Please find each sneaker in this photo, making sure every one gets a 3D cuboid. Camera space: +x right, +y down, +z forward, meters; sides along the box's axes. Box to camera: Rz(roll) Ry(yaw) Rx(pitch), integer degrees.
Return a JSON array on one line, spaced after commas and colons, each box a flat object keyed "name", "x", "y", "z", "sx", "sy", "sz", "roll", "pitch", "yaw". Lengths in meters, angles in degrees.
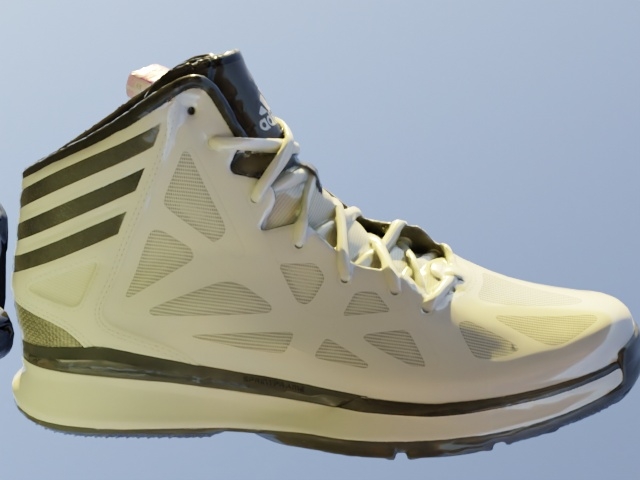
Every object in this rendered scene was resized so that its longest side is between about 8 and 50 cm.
[{"name": "sneaker", "x": -0.001, "y": 0.000, "z": 1.084, "sx": 0.169, "sy": 0.447, "sz": 0.257, "roll": -79, "pitch": 168, "yaw": -73}]

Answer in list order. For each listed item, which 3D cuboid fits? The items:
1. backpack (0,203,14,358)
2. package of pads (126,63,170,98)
[{"name": "backpack", "x": -0.305, "y": 0.170, "z": 0.828, "sx": 0.273, "sy": 0.355, "sz": 0.290, "roll": 12, "pitch": -140, "yaw": 10}, {"name": "package of pads", "x": -0.153, "y": -0.150, "z": 1.619, "sx": 0.083, "sy": 0.050, "sz": 0.032, "roll": 26, "pitch": -58, "yaw": 24}]
